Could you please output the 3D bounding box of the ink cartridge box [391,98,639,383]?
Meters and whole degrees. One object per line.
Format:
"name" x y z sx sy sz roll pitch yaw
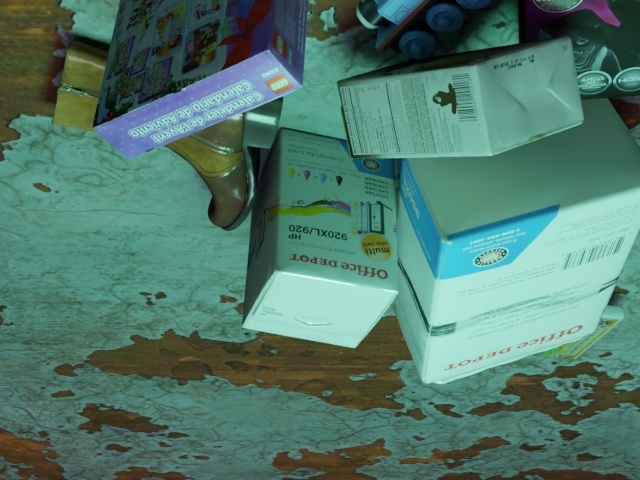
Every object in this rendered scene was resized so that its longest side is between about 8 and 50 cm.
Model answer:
"ink cartridge box" 0.258 0.013 1.405 0.285 0.166 0.395 -15 148 -9

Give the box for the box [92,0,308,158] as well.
"box" -0.106 -0.235 0.985 0.201 0.293 0.057 -18 140 28

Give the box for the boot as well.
"boot" -0.213 -0.126 1.339 0.280 0.096 0.264 10 146 -11

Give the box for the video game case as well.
"video game case" 0.389 0.155 1.784 0.206 0.026 0.227 6 154 -6

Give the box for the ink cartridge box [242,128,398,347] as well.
"ink cartridge box" 0.000 0.000 1.396 0.171 0.232 0.168 10 146 -14

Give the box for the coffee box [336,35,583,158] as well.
"coffee box" 0.148 -0.155 1.133 0.141 0.098 0.246 -19 -167 -30

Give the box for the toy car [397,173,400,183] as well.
"toy car" 0.174 -0.083 1.439 0.122 0.040 0.060 -18 142 27

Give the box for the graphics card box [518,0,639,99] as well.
"graphics card box" 0.322 -0.299 1.056 0.233 0.094 0.371 -3 147 8

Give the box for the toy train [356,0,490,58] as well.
"toy train" 0.115 -0.277 1.116 0.105 0.080 0.184 28 141 -21
